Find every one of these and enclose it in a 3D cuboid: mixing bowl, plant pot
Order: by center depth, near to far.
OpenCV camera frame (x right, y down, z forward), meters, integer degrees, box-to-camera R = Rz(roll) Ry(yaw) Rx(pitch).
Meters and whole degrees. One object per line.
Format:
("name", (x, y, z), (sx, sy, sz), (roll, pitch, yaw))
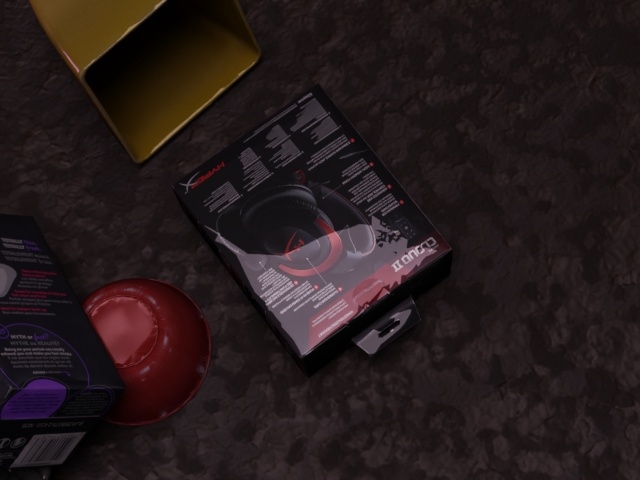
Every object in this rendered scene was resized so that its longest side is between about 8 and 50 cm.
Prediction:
("mixing bowl", (-0.224, 0.117, 1.737), (0.182, 0.098, 0.181), (-1, 72, 5))
("plant pot", (-0.231, -0.262, 1.811), (0.212, 0.212, 0.187), (-43, 62, -9))

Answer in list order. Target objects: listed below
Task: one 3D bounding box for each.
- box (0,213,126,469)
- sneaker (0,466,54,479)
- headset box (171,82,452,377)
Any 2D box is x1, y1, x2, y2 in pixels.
("box", (-0.365, 0.108, 1.665), (0.143, 0.165, 0.270), (-50, 56, 26))
("sneaker", (-0.396, 0.369, 1.664), (0.125, 0.139, 0.340), (14, 55, 18))
("headset box", (0.000, 0.000, 1.751), (0.218, 0.110, 0.293), (-36, 73, -7))
